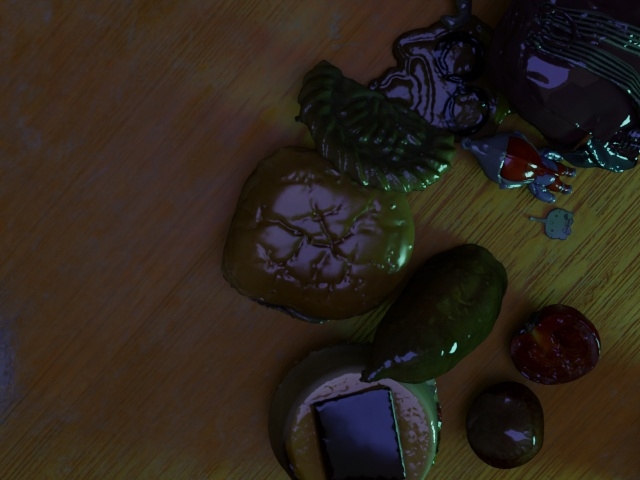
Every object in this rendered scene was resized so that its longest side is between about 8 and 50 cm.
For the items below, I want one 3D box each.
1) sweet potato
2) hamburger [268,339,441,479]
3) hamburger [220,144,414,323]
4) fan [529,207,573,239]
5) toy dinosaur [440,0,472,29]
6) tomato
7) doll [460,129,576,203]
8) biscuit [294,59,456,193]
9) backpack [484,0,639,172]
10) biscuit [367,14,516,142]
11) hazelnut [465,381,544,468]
[{"bbox_3d":[0.190,0.128,1.234,0.158,0.370,0.157,15,122,26],"label":"sweet potato"},{"bbox_3d":[0.059,0.312,1.295,0.302,0.170,0.301,-1,99,-3],"label":"hamburger"},{"bbox_3d":[0.000,0.000,1.232,0.319,0.158,0.318,-1,103,-6],"label":"hamburger"},{"bbox_3d":[0.405,-0.031,1.354,0.083,0.004,0.055,9,101,-9],"label":"fan"},{"bbox_3d":[0.210,-0.470,1.199,0.162,0.077,0.294,-39,107,-14],"label":"toy dinosaur"},{"bbox_3d":[0.412,0.173,1.355,0.139,0.091,0.159,41,121,-4],"label":"tomato"},{"bbox_3d":[0.331,-0.130,1.289,0.228,0.075,0.102,14,85,-20],"label":"doll"},{"bbox_3d":[0.082,-0.160,1.188,0.274,0.036,0.187,28,54,-7],"label":"biscuit"},{"bbox_3d":[0.405,-0.278,1.185,0.317,0.197,0.283,21,88,-32],"label":"backpack"},{"bbox_3d":[0.221,-0.262,1.267,0.291,0.041,0.208,-11,101,-6],"label":"biscuit"},{"bbox_3d":[0.332,0.325,1.355,0.143,0.143,0.154,13,83,-10],"label":"hazelnut"}]
